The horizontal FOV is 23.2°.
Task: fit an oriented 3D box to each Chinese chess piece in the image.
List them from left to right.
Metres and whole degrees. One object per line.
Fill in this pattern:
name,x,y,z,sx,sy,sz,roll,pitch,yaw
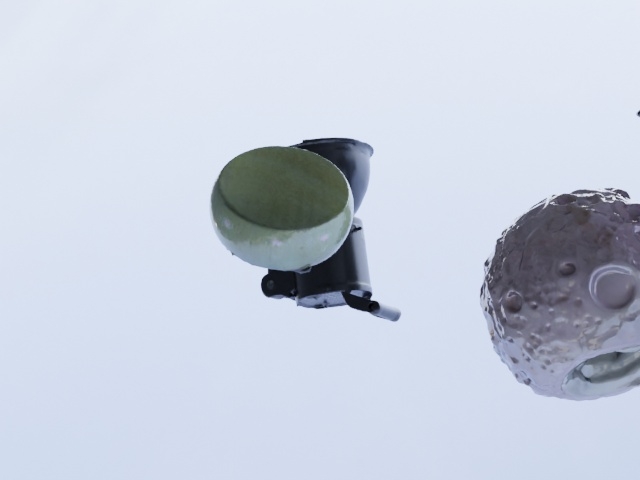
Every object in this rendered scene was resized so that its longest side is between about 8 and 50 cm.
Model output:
Chinese chess piece,-0.039,-0.032,1.550,0.144,0.058,0.144,5,-139,-4

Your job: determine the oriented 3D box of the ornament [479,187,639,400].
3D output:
ornament,0.314,0.056,1.822,0.259,0.259,0.225,-28,-122,21

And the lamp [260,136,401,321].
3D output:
lamp,0.000,0.000,1.982,0.172,0.147,0.227,-11,-105,21

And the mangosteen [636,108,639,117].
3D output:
mangosteen,0.524,-0.133,1.837,0.287,0.233,0.287,-13,-135,13
